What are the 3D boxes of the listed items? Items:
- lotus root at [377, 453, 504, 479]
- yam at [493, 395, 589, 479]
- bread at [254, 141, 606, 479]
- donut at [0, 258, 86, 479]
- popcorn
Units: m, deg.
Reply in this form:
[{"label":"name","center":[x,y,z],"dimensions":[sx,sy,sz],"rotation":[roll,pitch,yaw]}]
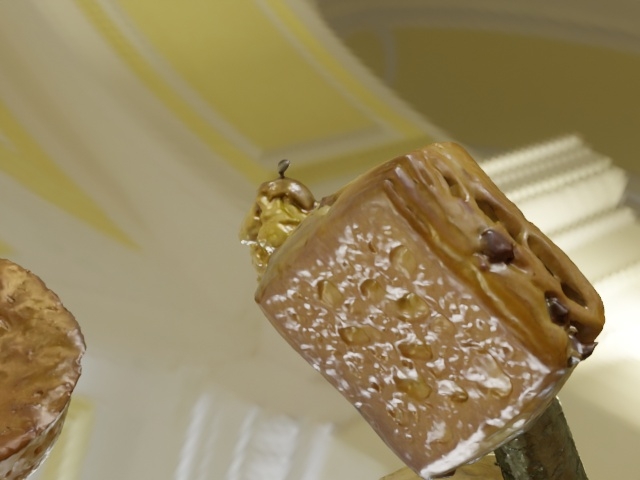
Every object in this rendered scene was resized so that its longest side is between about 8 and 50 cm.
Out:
[{"label":"lotus root","center":[0.144,0.271,1.602],"dimensions":[0.343,0.151,0.169],"rotation":[7,-78,-53]},{"label":"yam","center":[0.174,0.179,1.451],"dimensions":[0.070,0.070,0.146],"rotation":[-39,-63,-40]},{"label":"bread","center":[0.078,0.044,1.241],"dimensions":[0.099,0.210,0.235],"rotation":[-45,-1,-36]},{"label":"donut","center":[-0.361,0.144,1.713],"dimensions":[0.277,0.277,0.108],"rotation":[-44,-27,-34]},{"label":"popcorn","center":[-0.006,0.014,2.204],"dimensions":[0.140,0.194,0.163],"rotation":[-81,12,-51]}]
